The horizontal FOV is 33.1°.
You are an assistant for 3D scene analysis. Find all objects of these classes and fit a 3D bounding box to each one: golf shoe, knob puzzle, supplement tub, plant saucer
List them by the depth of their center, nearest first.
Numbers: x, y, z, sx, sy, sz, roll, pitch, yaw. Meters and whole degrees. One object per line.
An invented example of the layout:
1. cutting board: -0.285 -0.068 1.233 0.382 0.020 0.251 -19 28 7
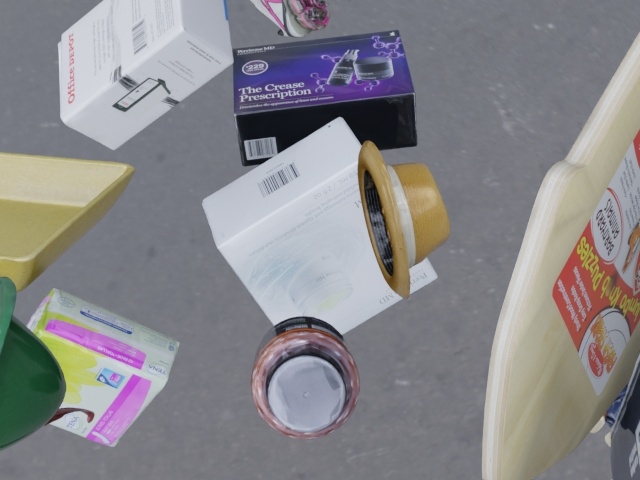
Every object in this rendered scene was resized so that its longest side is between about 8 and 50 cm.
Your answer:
1. knob puzzle: 0.114 0.018 0.475 0.030 0.213 0.213 23 99 32
2. supplement tub: -0.016 0.134 1.052 0.106 0.198 0.106 0 92 -1
3. golf shoe: -0.072 -0.329 1.363 0.086 0.067 0.186 -12 130 39
4. plant saucer: -0.462 -0.026 1.466 0.333 0.333 0.081 5 115 14

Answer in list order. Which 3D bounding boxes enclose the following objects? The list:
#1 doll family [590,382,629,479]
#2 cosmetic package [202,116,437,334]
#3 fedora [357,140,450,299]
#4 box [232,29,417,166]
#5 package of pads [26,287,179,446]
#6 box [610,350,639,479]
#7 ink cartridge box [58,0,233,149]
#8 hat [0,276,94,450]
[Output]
1. doll family: 0.254 0.145 0.860 0.193 0.111 0.076 47 140 11
2. cosmetic package: 0.000 0.000 1.451 0.224 0.224 0.138 -32 33 3
3. fedora: 0.100 -0.029 1.236 0.079 0.194 0.194 -15 83 -6
4. box: 0.003 -0.217 1.616 0.261 0.184 0.103 -7 129 0
5. package of pads: -0.391 0.215 1.757 0.229 0.101 0.296 25 140 -14
6. box: 0.274 0.198 0.322 0.294 0.212 0.395 -3 57 4
7. ink cartridge box: -0.208 -0.224 1.262 0.203 0.086 0.148 -31 51 28
8. hat: -0.220 0.140 0.869 0.173 0.183 0.208 -42 31 24
